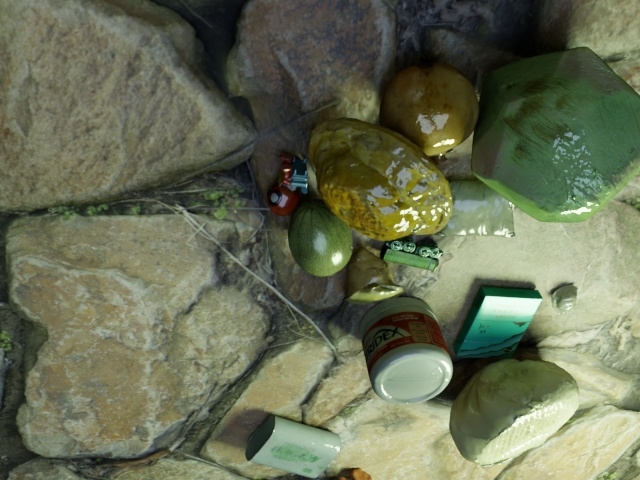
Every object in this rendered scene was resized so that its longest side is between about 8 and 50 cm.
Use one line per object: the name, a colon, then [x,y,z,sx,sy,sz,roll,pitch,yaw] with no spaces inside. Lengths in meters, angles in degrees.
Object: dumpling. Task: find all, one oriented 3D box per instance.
dumpling: [0.618,0.149,1.714,0.059,0.043,0.077,26,127,0]

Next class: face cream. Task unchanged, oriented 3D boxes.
face cream: [0.207,0.272,1.652,0.201,0.187,0.201,-4,129,-5]

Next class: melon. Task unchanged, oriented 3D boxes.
melon: [0.000,0.000,1.435,0.139,0.139,0.192,-12,128,1]

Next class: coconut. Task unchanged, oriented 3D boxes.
coconut: [0.425,-0.198,1.242,0.328,0.328,0.281,-32,169,16]

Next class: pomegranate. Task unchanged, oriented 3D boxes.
pomegranate: [0.205,-0.231,1.257,0.196,0.196,0.196,-4,129,-5]

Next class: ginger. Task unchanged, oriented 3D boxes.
ginger: [0.102,0.091,1.569,0.115,0.122,0.193,-11,166,-22]

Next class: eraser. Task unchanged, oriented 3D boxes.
eraser: [-0.078,0.593,1.937,0.227,0.081,0.174,24,121,-24]

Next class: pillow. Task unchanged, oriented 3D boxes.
pillow: [0.341,-0.069,1.473,0.181,0.078,0.134,0,126,-4]

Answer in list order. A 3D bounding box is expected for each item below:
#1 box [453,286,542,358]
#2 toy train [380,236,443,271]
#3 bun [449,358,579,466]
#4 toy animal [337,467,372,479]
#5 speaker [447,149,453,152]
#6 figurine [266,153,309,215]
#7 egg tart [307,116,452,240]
box: [0.455,0.216,1.739,0.161,0.042,0.226,5,128,-13]
toy train: [0.210,0.029,1.555,0.148,0.038,0.071,13,125,-17]
bun: [0.504,0.443,1.818,0.360,0.211,0.360,-17,143,-13]
toy animal: [0.074,0.861,2.126,0.195,0.169,0.281,-12,143,-46]
speaker: [0.173,-0.179,1.380,0.191,0.040,0.046,-19,130,6]
figurine: [-0.066,-0.108,1.388,0.075,0.068,0.140,6,134,-17]
egg tart: [0.094,-0.094,1.289,0.128,0.319,0.319,-54,130,-23]
